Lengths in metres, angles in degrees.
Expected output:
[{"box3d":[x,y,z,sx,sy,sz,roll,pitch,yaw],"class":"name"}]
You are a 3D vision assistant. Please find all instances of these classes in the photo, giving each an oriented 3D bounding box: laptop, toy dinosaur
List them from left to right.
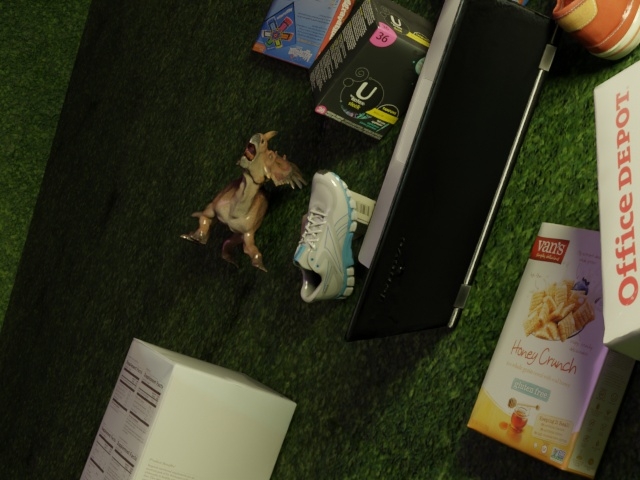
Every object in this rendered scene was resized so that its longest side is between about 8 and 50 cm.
[{"box3d":[-0.118,-0.066,2.022,0.200,0.127,0.295,-64,14,-8],"class":"toy dinosaur"},{"box3d":[0.102,-0.110,1.471,0.408,0.236,0.382,37,110,60],"class":"laptop"}]

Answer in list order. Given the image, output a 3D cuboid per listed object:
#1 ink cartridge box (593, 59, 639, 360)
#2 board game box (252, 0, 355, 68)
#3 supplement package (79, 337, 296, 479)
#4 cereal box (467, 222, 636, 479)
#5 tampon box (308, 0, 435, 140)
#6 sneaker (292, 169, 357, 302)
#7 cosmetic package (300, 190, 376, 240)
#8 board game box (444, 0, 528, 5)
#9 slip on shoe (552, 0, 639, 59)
[{"box3d":[0.410,-0.068,1.012,0.384,0.160,0.279,-33,44,49],"class":"ink cartridge box"},{"box3d":[-0.032,-0.374,2.174,0.145,0.027,0.281,-65,27,4],"class":"board game box"},{"box3d":[-0.199,0.307,1.802,0.198,0.199,0.263,15,85,63],"class":"supplement package"},{"box3d":[0.252,0.106,1.296,0.173,0.047,0.240,13,82,62],"class":"cereal box"},{"box3d":[0.077,-0.246,1.784,0.161,0.120,0.101,-50,32,32],"class":"tampon box"},{"box3d":[0.000,0.000,1.708,0.071,0.082,0.191,17,117,48],"class":"sneaker"},{"box3d":[0.027,-0.027,1.786,0.115,0.060,0.041,-31,45,52],"class":"cosmetic package"},{"box3d":[0.227,-0.375,1.684,0.160,0.047,0.210,-46,36,38],"class":"board game box"},{"box3d":[0.325,-0.367,1.445,0.123,0.101,0.331,-26,47,55],"class":"slip on shoe"}]
